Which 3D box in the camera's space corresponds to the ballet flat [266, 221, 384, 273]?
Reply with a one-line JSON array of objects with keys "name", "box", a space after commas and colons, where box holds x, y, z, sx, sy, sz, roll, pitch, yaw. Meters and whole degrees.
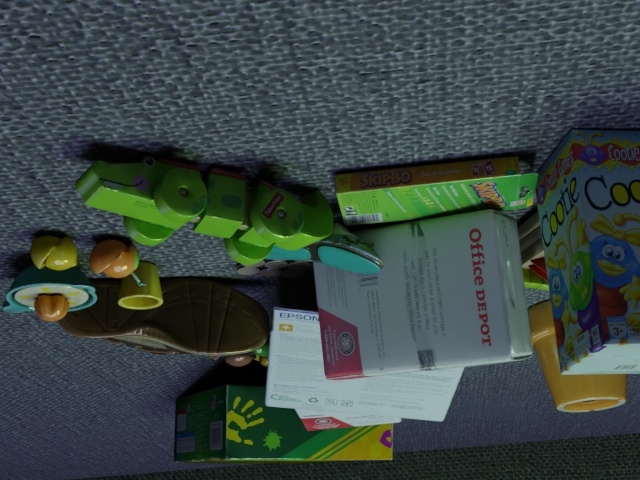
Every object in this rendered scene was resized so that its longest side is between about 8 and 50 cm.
[{"name": "ballet flat", "box": [0.000, 0.000, 1.441, 0.188, 0.070, 0.070, 9, 161, 10]}]

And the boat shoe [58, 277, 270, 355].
[{"name": "boat shoe", "box": [-0.257, 0.132, 1.710, 0.342, 0.123, 0.123, 3, 166, -7]}]

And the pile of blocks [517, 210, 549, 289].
[{"name": "pile of blocks", "box": [0.273, 0.063, 1.595, 0.149, 0.112, 0.362, 19, 152, -39]}]

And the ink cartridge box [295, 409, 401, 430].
[{"name": "ink cartridge box", "box": [0.035, 0.250, 1.971, 0.197, 0.114, 0.273, -8, 144, 11]}]

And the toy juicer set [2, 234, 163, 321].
[{"name": "toy juicer set", "box": [-0.411, 0.066, 1.537, 0.329, 0.089, 0.209, -4, 159, 1]}]

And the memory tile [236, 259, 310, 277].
[{"name": "memory tile", "box": [-0.065, 0.027, 1.602, 0.113, 0.012, 0.148, 3, 158, -17]}]

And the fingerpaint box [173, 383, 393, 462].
[{"name": "fingerpaint box", "box": [-0.096, 0.415, 2.317, 0.371, 0.163, 0.445, 5, 166, -20]}]

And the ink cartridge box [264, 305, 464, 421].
[{"name": "ink cartridge box", "box": [0.076, 0.191, 1.731, 0.324, 0.071, 0.330, 6, 142, -2]}]

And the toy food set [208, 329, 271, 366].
[{"name": "toy food set", "box": [-0.150, 0.215, 1.987, 0.128, 0.071, 0.218, -21, 152, 38]}]

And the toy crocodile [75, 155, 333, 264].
[{"name": "toy crocodile", "box": [-0.136, -0.047, 1.304, 0.341, 0.105, 0.115, 12, 154, -25]}]

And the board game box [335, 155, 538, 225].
[{"name": "board game box", "box": [0.154, -0.065, 1.376, 0.260, 0.039, 0.124, -3, 161, 6]}]

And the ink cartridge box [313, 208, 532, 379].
[{"name": "ink cartridge box", "box": [0.143, 0.082, 1.467, 0.283, 0.207, 0.117, -9, 171, 26]}]

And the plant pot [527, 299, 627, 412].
[{"name": "plant pot", "box": [0.497, 0.219, 1.951, 0.205, 0.187, 0.205, -3, 158, -1]}]

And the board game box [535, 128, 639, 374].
[{"name": "board game box", "box": [0.371, 0.016, 1.287, 0.144, 0.275, 0.142, 0, 158, -9]}]
